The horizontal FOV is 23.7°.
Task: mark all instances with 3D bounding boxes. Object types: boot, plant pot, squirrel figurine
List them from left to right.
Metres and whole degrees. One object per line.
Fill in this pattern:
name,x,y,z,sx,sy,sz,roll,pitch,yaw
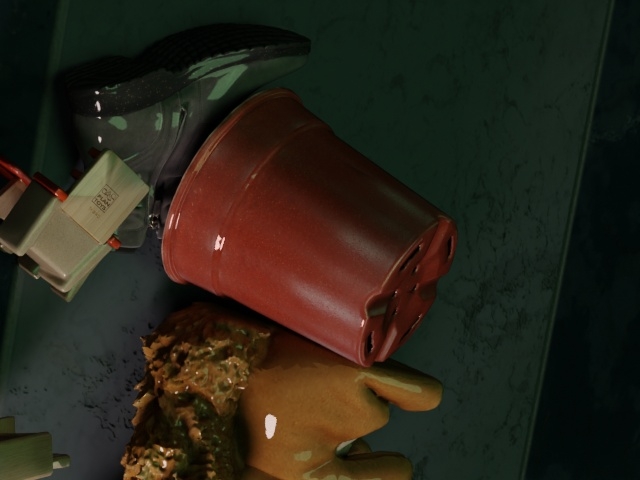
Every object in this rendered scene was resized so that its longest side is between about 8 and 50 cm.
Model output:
boot,-0.155,-0.125,1.817,0.338,0.118,0.223,-20,120,-31
squirrel figurine,-0.088,0.280,1.891,0.397,0.281,0.370,12,100,-33
plant pot,0.000,0.000,1.800,0.272,0.265,0.272,-46,156,-28

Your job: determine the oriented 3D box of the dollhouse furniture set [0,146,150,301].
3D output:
dollhouse furniture set,-0.301,-0.057,1.574,0.135,0.259,0.262,-52,132,-9

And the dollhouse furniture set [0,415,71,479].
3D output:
dollhouse furniture set,-0.374,0.069,1.553,0.303,0.174,0.355,4,84,-70
